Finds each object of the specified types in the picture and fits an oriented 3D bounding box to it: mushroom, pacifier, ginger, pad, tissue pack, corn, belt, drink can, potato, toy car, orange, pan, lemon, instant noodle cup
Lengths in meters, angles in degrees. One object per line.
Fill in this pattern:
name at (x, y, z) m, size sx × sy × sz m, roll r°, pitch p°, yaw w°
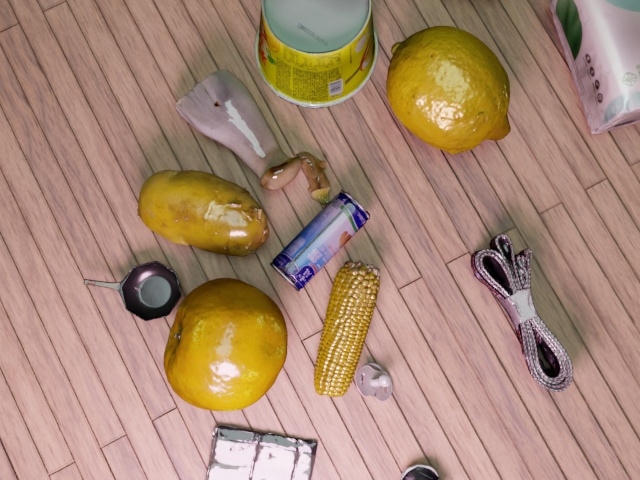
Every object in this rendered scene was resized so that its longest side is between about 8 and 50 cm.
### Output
mushroom at (-0.182, -0.246, 1.440) m, size 0.328 × 0.122 × 0.159 m, roll 50°, pitch 122°, yaw 7°
pacifier at (0.126, 0.304, 1.364) m, size 0.099 × 0.078 × 0.081 m, roll 22°, pitch 61°, yaw -23°
ginger at (-0.010, -0.147, 1.451) m, size 0.058 × 0.044 × 0.137 m, roll -25°, pitch 80°, yaw 25°
pad at (-0.133, 0.507, 1.366) m, size 0.233 × 0.022 × 0.174 m, roll 10°, pitch 82°, yaw 0°
tissue pack at (0.708, -0.454, 1.421) m, size 0.266 × 0.194 × 0.356 m, roll -15°, pitch 82°, yaw -4°
corn at (0.055, 0.194, 1.375) m, size 0.106 × 0.106 × 0.304 m, roll 15°, pitch 87°, yaw 2°
belt at (0.448, 0.160, 1.383) m, size 0.126 × 0.094 × 0.359 m, roll -22°, pitch 81°, yaw 1°
drink can at (0.000, 0.000, 1.403) m, size 0.097 × 0.097 × 0.235 m, roll 43°, pitch 83°, yaw 5°
potato at (-0.254, -0.062, 1.388) m, size 0.301 × 0.140 × 0.172 m, roll 17°, pitch 89°, yaw 8°
toy car at (0.221, 0.583, 1.339) m, size 0.096 × 0.056 × 0.204 m, roll -6°, pitch 78°, yaw -1°
orange at (-0.191, 0.214, 1.288) m, size 0.235 × 0.279 × 0.278 m, roll 19°, pitch 81°, yaw -26°
pan at (-0.409, 0.096, 1.410) m, size 0.202 × 0.048 × 0.128 m, roll 31°, pitch 82°, yaw 3°
lemon at (0.284, -0.329, 1.379) m, size 0.320 × 0.245 × 0.245 m, roll 41°, pitch 84°, yaw 0°
instant noodle cup at (-0.008, -0.482, 1.409) m, size 0.312 × 0.221 × 0.311 m, roll 0°, pitch 82°, yaw -1°
